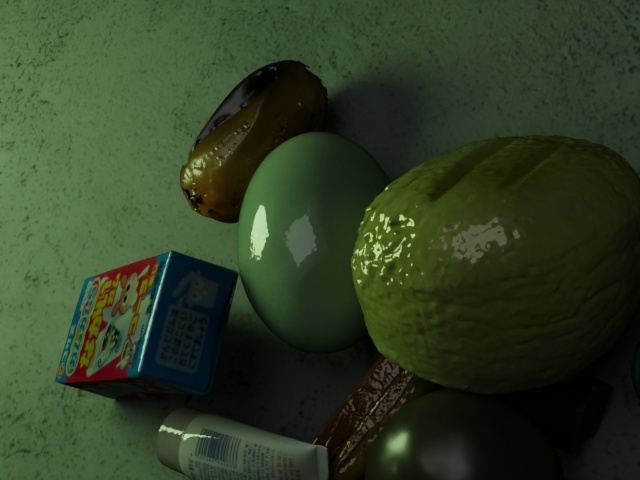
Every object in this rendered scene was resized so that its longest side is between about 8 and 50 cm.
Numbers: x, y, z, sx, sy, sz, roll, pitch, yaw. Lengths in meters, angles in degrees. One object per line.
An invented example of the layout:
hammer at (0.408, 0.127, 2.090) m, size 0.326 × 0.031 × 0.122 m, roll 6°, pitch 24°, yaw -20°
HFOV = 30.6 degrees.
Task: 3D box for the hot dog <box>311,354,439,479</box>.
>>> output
hot dog at (0.065, 0.206, 1.373) m, size 0.235 × 0.062 × 0.092 m, roll -50°, pitch 38°, yaw 8°

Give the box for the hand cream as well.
hand cream at (-0.084, 0.268, 1.409) m, size 0.248 × 0.133 × 0.083 m, roll 15°, pitch 33°, yaw 33°

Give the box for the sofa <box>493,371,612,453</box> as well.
sofa at (0.241, 0.170, 1.299) m, size 0.147 × 0.060 × 0.085 m, roll 24°, pitch 98°, yaw 36°

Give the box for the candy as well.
candy at (-0.227, 0.114, 1.480) m, size 0.306 × 0.100 × 0.157 m, roll -14°, pitch 59°, yaw 59°

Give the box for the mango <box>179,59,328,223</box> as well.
mango at (-0.083, -0.131, 1.565) m, size 0.248 × 0.151 × 0.156 m, roll -55°, pitch 17°, yaw -10°

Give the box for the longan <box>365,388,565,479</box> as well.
longan at (0.145, 0.253, 1.229) m, size 0.220 × 0.197 × 0.196 m, roll -13°, pitch 62°, yaw 38°

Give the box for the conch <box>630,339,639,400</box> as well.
conch at (0.440, 0.132, 1.137) m, size 0.277 × 0.195 × 0.220 m, roll -43°, pitch 20°, yaw 36°

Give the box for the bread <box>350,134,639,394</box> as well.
bread at (0.194, 0.008, 1.241) m, size 0.321 × 0.237 × 0.320 m, roll -1°, pitch 27°, yaw 1°

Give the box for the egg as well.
egg at (0.000, 0.000, 1.417) m, size 0.203 × 0.203 × 0.282 m, roll -16°, pitch 60°, yaw 23°
